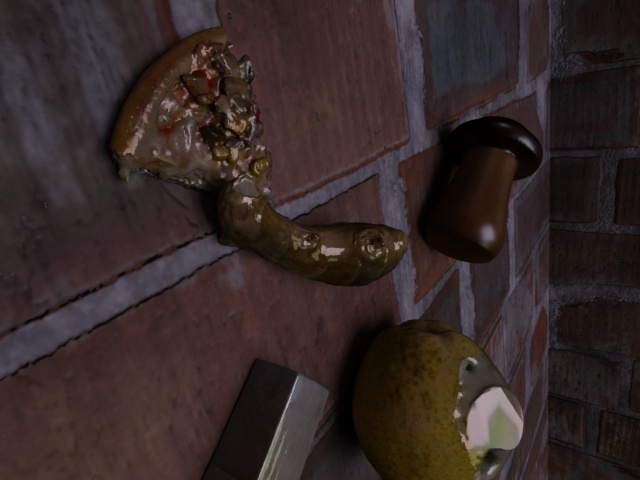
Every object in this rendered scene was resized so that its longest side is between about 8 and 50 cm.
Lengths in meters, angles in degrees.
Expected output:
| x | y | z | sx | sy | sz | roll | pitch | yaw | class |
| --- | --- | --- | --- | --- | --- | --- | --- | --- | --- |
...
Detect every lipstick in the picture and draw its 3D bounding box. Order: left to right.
| x | y | z | sx | sy | sz | roll | pitch | yaw | class |
| --- | --- | --- | --- | --- | --- | --- | --- | --- | --- |
| -0.098 | 0.320 | 0.449 | 0.080 | 0.076 | 0.371 | 45 | 59 | -43 | lipstick |

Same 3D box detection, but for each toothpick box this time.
| x | y | z | sx | sy | sz | roll | pitch | yaw | class |
| --- | --- | --- | --- | --- | --- | --- | --- | --- | --- |
| 0.329 | -0.112 | 0.877 | 0.192 | 0.192 | 0.294 | 41 | 69 | -47 | toothpick box |

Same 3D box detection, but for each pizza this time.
| x | y | z | sx | sy | sz | roll | pitch | yaw | class |
| --- | --- | --- | --- | --- | --- | --- | --- | --- | --- |
| -0.096 | -0.094 | 0.426 | 0.195 | 0.052 | 0.185 | 52 | 58 | -43 | pizza |

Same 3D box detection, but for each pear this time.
| x | y | z | sx | sy | sz | roll | pitch | yaw | class |
| --- | --- | --- | --- | --- | --- | --- | --- | --- | --- |
| 0.172 | 0.258 | 0.682 | 0.271 | 0.271 | 0.271 | -9 | 101 | -52 | pear |

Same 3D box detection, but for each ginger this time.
| x | y | z | sx | sy | sz | roll | pitch | yaw | class |
| --- | --- | --- | --- | --- | --- | --- | --- | --- | --- |
| 0.000 | 0.000 | 0.503 | 0.294 | 0.131 | 0.086 | 22 | 58 | -49 | ginger |
